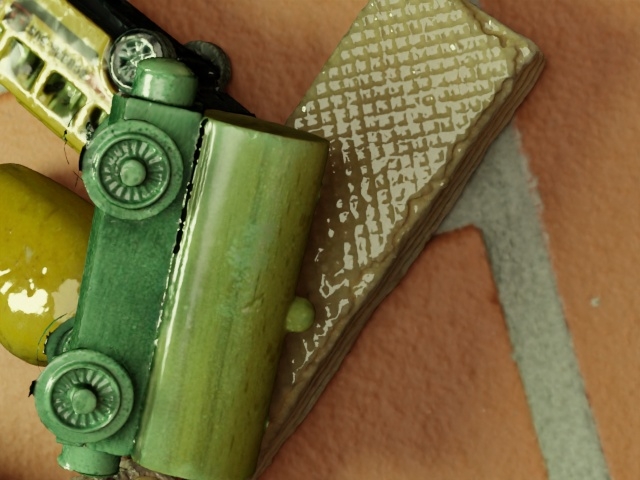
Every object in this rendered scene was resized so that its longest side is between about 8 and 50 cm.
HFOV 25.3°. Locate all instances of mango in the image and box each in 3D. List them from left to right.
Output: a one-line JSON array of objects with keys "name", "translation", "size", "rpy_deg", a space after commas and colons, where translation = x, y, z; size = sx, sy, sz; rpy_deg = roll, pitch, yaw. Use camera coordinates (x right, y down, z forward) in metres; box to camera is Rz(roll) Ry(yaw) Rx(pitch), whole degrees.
[{"name": "mango", "translation": [-0.221, 0.018, 1.155], "size": [0.137, 0.098, 0.195], "rpy_deg": [-40, 69, 14]}]

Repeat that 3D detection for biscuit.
[{"name": "biscuit", "translation": [0.000, 0.000, 1.092], "size": [0.144, 0.078, 0.426], "rpy_deg": [37, 99, 15]}]

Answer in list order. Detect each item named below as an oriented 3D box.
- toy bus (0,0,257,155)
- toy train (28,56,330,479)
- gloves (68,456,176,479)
[{"name": "toy bus", "translation": [-0.187, -0.149, 1.142], "size": [0.335, 0.121, 0.123], "rpy_deg": [39, 105, 15]}, {"name": "toy train", "translation": [-0.101, 0.027, 1.018], "size": [0.189, 0.126, 0.307], "rpy_deg": [10, 100, -17]}, {"name": "gloves", "translation": [-0.152, 0.218, 1.109], "size": [0.094, 0.144, 0.110], "rpy_deg": [3, 88, -23]}]
